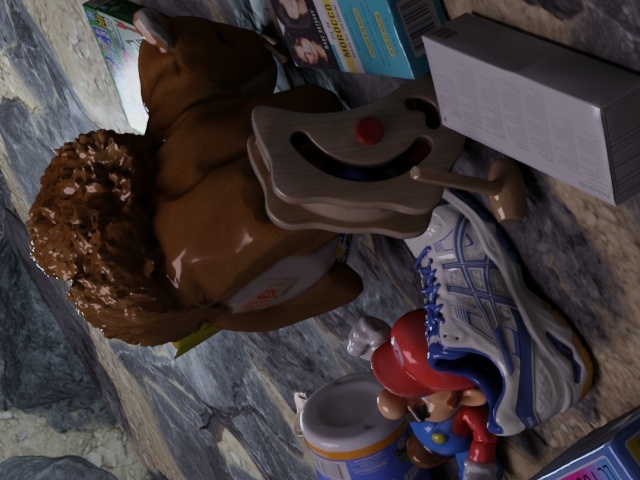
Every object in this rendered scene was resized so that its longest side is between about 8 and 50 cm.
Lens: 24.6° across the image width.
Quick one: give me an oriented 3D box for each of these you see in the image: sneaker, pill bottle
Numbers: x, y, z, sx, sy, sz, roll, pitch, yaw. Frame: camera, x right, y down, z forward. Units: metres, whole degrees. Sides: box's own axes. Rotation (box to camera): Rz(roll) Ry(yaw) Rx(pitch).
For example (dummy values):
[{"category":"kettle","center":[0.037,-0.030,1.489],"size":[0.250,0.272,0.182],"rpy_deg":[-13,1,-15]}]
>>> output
[{"category":"sneaker","center":[0.150,0.067,1.529],"size":[0.296,0.131,0.112],"rpy_deg":[52,160,21]},{"category":"pill bottle","center":[0.078,0.328,2.017],"size":[0.152,0.152,0.272],"rpy_deg":[30,146,52]}]

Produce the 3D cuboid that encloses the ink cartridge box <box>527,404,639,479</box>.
[{"category":"ink cartridge box","center":[0.380,0.339,1.359],"size":[0.395,0.151,0.270],"rpy_deg":[54,159,9]}]

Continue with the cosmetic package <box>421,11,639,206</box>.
[{"category":"cosmetic package","center":[0.189,-0.120,1.281],"size":[0.239,0.060,0.099],"rpy_deg":[33,145,50]}]

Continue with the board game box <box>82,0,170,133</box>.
[{"category":"board game box","center":[-0.222,-0.224,2.094],"size":[0.317,0.046,0.214],"rpy_deg":[29,143,53]}]

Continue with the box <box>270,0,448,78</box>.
[{"category":"box","center":[0.037,-0.226,1.483],"size":[0.244,0.060,0.101],"rpy_deg":[17,134,60]}]

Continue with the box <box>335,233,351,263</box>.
[{"category":"box","center":[0.000,0.000,1.883],"size":[0.059,0.054,0.169],"rpy_deg":[51,157,20]}]

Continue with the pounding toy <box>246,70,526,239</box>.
[{"category":"pounding toy","center":[0.067,-0.100,1.419],"size":[0.155,0.269,0.154],"rpy_deg":[106,167,-67]}]

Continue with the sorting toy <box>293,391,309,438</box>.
[{"category":"sorting toy","center":[-0.018,0.274,2.321],"size":[0.075,0.045,0.083],"rpy_deg":[68,159,-4]}]

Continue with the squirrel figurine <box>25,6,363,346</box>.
[{"category":"squirrel figurine","center":[-0.162,-0.082,1.690],"size":[0.281,0.397,0.370],"rpy_deg":[83,163,-66]}]

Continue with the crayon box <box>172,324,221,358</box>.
[{"category":"crayon box","center":[-0.130,0.038,2.020],"size":[0.081,0.202,0.318],"rpy_deg":[54,158,15]}]

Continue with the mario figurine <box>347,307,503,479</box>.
[{"category":"mario figurine","center":[0.119,0.204,1.718],"size":[0.198,0.170,0.320],"rpy_deg":[8,144,20]}]
